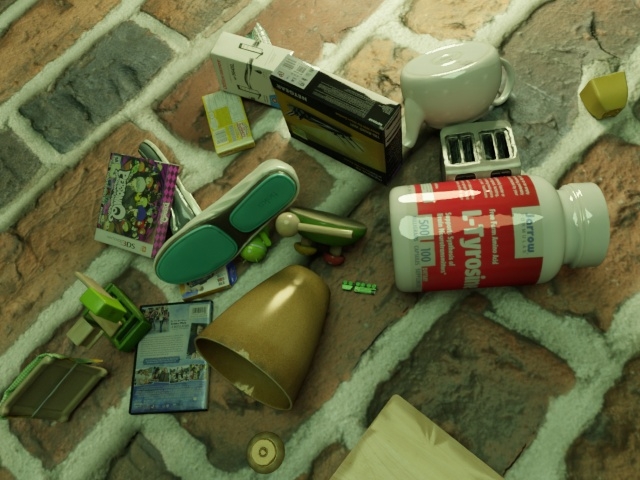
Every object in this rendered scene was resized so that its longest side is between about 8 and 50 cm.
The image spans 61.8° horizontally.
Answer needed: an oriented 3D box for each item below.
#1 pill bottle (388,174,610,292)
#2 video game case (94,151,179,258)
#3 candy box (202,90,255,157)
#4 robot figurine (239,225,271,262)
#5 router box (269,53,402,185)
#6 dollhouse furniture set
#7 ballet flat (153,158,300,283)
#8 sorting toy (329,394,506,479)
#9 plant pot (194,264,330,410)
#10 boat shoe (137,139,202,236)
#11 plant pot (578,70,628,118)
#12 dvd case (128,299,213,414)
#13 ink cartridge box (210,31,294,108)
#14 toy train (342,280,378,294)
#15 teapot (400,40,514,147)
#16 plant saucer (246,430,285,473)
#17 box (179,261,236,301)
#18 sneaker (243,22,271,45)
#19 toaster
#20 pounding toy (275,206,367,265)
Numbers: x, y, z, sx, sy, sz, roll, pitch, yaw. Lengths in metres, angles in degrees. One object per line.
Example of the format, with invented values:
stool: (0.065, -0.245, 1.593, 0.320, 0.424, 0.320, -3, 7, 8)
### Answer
pill bottle: (0.353, -0.016, 1.112, 0.408, 0.229, 0.229, -5, 66, 8)
video game case: (-0.456, -0.090, 1.318, 0.210, 0.042, 0.232, 14, 94, 28)
candy box: (-0.253, -0.328, 1.461, 0.105, 0.027, 0.205, -17, 65, -2)
robot figurine: (-0.158, -0.001, 1.282, 0.101, 0.067, 0.115, -7, 65, 35)
router box: (0.045, -0.281, 1.273, 0.309, 0.243, 0.081, 30, 75, 21)
dollhouse furniture set: (-0.559, 0.232, 1.173, 0.151, 0.197, 0.301, 36, 81, 27)
ballet flat: (-0.214, -0.046, 1.232, 0.400, 0.139, 0.139, -37, 65, 12)
sorting toy: (0.169, 0.477, 1.007, 0.257, 0.089, 0.255, 36, 77, 22)
plant pot: (-0.093, 0.182, 1.127, 0.237, 0.237, 0.254, 25, 57, 19)
boat shoe: (-0.394, -0.126, 1.352, 0.099, 0.116, 0.319, -34, 71, -10)
plant pot: (0.685, -0.341, 1.281, 0.082, 0.081, 0.083, -14, 77, 4)
dvd case: (-0.339, 0.264, 1.224, 0.180, 0.022, 0.253, -6, 66, 8)
ink cartridge box: (-0.173, -0.447, 1.418, 0.203, 0.148, 0.085, 18, 67, 9)
toy train: (0.089, 0.108, 1.221, 0.083, 0.017, 0.023, 8, 78, 13)
teapot: (0.325, -0.355, 1.296, 0.256, 0.187, 0.252, -4, 36, 26)
plant saucer: (-0.116, 0.441, 1.113, 0.083, 0.015, 0.083, -4, 66, 9)
box: (-0.272, 0.089, 1.285, 0.136, 0.028, 0.081, -19, 65, 3)
sneaker: (-0.174, -0.541, 1.532, 0.076, 0.065, 0.166, -29, 61, 15)
toaster: (0.364, -0.182, 1.234, 0.168, 0.110, 0.185, -4, 55, 9)
pounding toy: (0.000, 0.000, 1.197, 0.183, 0.237, 0.110, 15, 99, 11)
